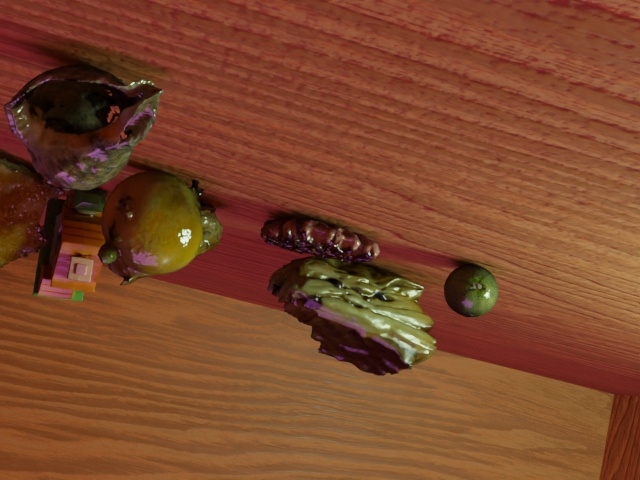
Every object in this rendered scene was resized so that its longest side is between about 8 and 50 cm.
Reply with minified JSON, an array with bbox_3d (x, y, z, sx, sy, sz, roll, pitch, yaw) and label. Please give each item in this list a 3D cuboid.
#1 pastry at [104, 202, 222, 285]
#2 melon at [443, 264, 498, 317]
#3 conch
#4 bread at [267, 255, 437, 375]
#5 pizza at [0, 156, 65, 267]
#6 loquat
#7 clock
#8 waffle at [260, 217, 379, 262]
[{"bbox_3d":[-0.289,-0.002,1.652,0.218,0.100,0.229,-22,-168,-14],"label":"pastry"},{"bbox_3d":[0.278,0.094,1.671,0.099,0.099,0.162,12,171,6],"label":"melon"},{"bbox_3d":[-0.264,-0.132,1.005,0.207,0.130,0.155,-14,167,40],"label":"conch"},{"bbox_3d":[0.063,0.145,1.974,0.370,0.192,0.314,26,160,-12],"label":"bread"},{"bbox_3d":[-0.620,-0.054,1.746,0.223,0.323,0.089,-11,-131,-44],"label":"pizza"},{"bbox_3d":[-0.277,-0.024,1.468,0.204,0.172,0.149,-34,-168,-32],"label":"loquat"},{"bbox_3d":[-0.515,0.010,1.873,0.106,0.220,0.255,10,172,-22],"label":"clock"},{"bbox_3d":[0.000,0.000,1.639,0.221,0.055,0.234,13,175,-9],"label":"waffle"}]
